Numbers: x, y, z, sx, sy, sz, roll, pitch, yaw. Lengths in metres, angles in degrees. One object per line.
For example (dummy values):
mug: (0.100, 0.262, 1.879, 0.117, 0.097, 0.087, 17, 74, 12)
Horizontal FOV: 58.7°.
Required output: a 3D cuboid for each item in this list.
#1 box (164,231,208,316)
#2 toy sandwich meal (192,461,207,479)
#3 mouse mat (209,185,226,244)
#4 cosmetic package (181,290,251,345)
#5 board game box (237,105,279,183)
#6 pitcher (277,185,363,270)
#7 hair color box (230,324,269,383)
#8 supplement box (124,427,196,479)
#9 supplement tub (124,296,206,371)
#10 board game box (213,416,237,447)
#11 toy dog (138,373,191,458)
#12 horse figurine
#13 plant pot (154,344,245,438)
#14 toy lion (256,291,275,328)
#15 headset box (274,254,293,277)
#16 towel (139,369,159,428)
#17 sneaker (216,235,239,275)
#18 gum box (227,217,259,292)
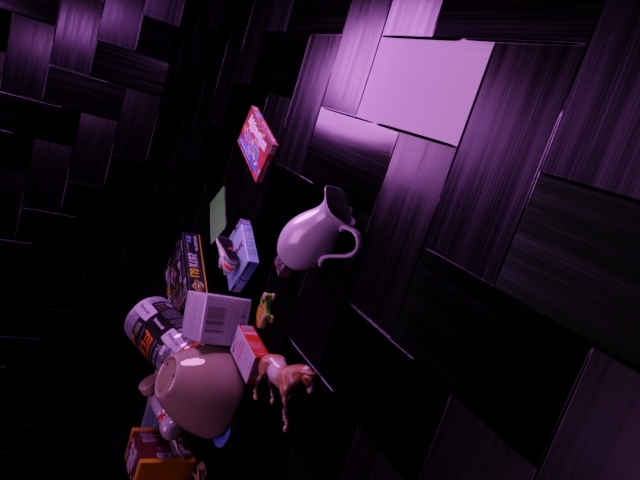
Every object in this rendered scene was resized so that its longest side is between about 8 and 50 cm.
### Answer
box: (-0.536, 0.168, 2.243, 0.257, 0.079, 0.322, -57, 37, 37)
toy sandwich meal: (-0.396, 0.767, 1.858, 0.086, 0.029, 0.085, -26, 59, 54)
mouse mat: (-0.387, -0.095, 2.142, 0.153, 0.007, 0.189, -41, 49, 48)
cosmetic package: (-0.330, 0.245, 1.789, 0.184, 0.152, 0.151, 0, 80, 59)
board game box: (-0.213, -0.324, 1.897, 0.145, 0.027, 0.281, -61, 34, 26)
pitcher: (0.000, 0.000, 1.353, 0.207, 0.126, 0.177, -44, 60, 30)
hair color box: (-0.205, 0.328, 1.648, 0.167, 0.053, 0.093, 46, 121, 53)
supplement box: (-0.561, 0.762, 1.980, 0.194, 0.191, 0.129, 38, 114, 58)
supplement tub: (-0.537, 0.352, 2.012, 0.316, 0.194, 0.193, 33, 111, 36)
board game box: (-0.283, 0.545, 1.734, 0.133, 0.033, 0.168, -40, 41, 49)
toy dog: (-0.504, 0.567, 1.981, 0.334, 0.161, 0.220, 38, 159, 44)
horse figurine: (-0.106, 0.361, 1.458, 0.263, 0.066, 0.174, 26, 109, 57)
plant pot: (-0.385, 0.436, 1.721, 0.284, 0.191, 0.284, -35, 41, 38)
toy lion: (-0.164, 0.204, 1.645, 0.096, 0.034, 0.100, 157, 119, -64)
headset box: (-0.095, 0.058, 1.566, 0.083, 0.032, 0.062, -55, 38, 38)
towel: (-0.638, 0.596, 2.258, 0.271, 0.040, 0.370, -33, 43, 51)
sneaker: (-0.312, 0.049, 1.830, 0.075, 0.057, 0.161, -60, 38, 20)
gum box: (-0.261, 0.048, 1.844, 0.157, 0.041, 0.184, -54, 39, 37)
